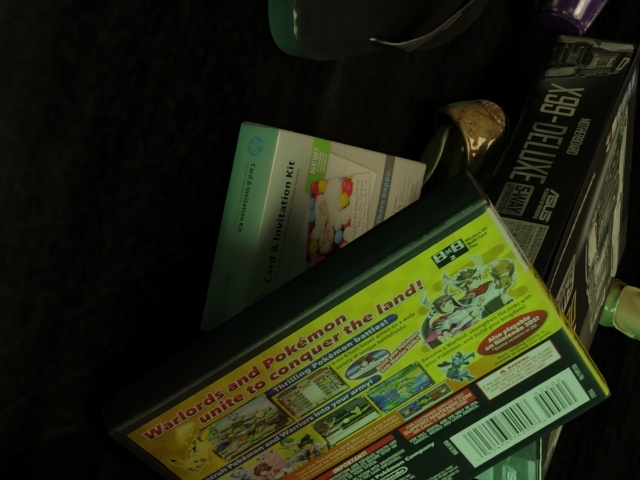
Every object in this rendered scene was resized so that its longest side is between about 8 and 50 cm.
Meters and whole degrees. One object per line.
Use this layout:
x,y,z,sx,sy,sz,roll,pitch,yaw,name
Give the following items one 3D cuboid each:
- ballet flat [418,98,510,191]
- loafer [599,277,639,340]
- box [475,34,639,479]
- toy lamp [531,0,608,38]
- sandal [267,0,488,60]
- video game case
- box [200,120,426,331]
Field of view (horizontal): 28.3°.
0.098,-0.015,1.029,0.067,0.073,0.206,9,92,-26,ballet flat
0.345,0.078,1.385,0.148,0.050,0.056,22,84,-54,loafer
0.190,0.016,1.057,0.242,0.076,0.307,81,29,-42,box
0.252,-0.306,1.114,0.080,0.080,0.275,41,68,-51,toy lamp
0.064,-0.176,0.923,0.254,0.054,0.097,-28,123,-45,sandal
0.036,0.105,0.853,0.275,0.035,0.248,-32,135,8,video game case
0.000,0.000,0.913,0.186,0.038,0.145,9,94,-53,box
